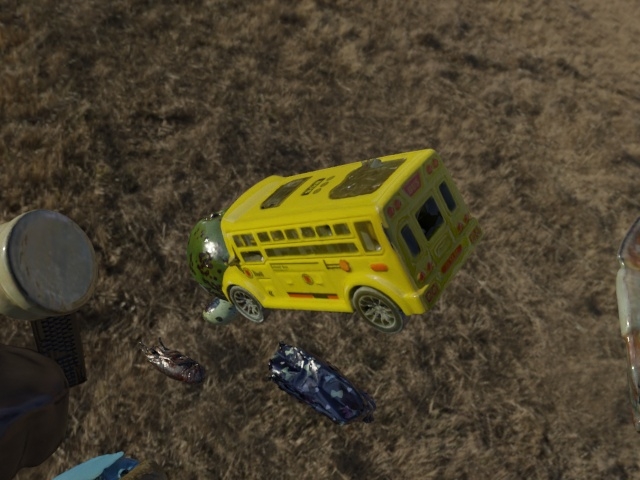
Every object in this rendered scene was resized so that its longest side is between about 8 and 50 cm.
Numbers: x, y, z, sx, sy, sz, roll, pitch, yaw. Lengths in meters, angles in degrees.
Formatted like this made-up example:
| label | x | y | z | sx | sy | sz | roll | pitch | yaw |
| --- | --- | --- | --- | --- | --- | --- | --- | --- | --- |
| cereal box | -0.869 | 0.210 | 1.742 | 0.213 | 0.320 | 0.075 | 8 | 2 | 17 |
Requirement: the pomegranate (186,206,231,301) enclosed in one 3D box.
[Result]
| label | x | y | z | sx | sy | sz | roll | pitch | yaw |
| --- | --- | --- | --- | --- | --- | --- | --- | --- | --- |
| pomegranate | -0.183 | 0.040 | 1.369 | 0.270 | 0.254 | 0.254 | 50 | 35 | -25 |

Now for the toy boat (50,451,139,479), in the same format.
| label | x | y | z | sx | sy | sz | roll | pitch | yaw |
| --- | --- | --- | --- | --- | --- | --- | --- | --- | --- |
| toy boat | -0.547 | 0.589 | 1.377 | 0.237 | 0.098 | 0.109 | -24 | 23 | -8 |

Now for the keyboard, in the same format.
| label | x | y | z | sx | sy | sz | roll | pitch | yaw |
| --- | --- | --- | --- | --- | --- | --- | --- | --- | --- |
| keyboard | -0.508 | 0.193 | 1.116 | 0.087 | 0.251 | 0.017 | -19 | 35 | -36 |

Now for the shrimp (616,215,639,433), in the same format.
| label | x | y | z | sx | sy | sz | roll | pitch | yaw |
| --- | --- | --- | --- | --- | --- | --- | --- | --- | --- |
| shrimp | 0.337 | 0.110 | 0.479 | 0.246 | 0.085 | 0.361 | 27 | 63 | -13 |

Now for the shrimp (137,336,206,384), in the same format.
| label | x | y | z | sx | sy | sz | roll | pitch | yaw |
| --- | --- | --- | --- | --- | --- | --- | --- | --- | --- |
| shrimp | -0.364 | 0.292 | 1.395 | 0.190 | 0.075 | 0.073 | 19 | 33 | 16 |

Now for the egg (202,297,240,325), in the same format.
| label | x | y | z | sx | sy | sz | roll | pitch | yaw |
| --- | --- | --- | --- | --- | --- | --- | --- | --- | --- |
| egg | -0.275 | 0.196 | 1.608 | 0.110 | 0.085 | 0.085 | -12 | 52 | -20 |

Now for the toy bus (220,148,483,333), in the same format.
| label | x | y | z | sx | sy | sz | roll | pitch | yaw |
| --- | --- | --- | --- | --- | --- | --- | --- | --- | --- |
| toy bus | 0.000 | 0.000 | 0.652 | 0.144 | 0.330 | 0.152 | -46 | 117 | -34 |

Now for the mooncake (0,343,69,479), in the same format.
| label | x | y | z | sx | sy | sz | roll | pitch | yaw |
| --- | --- | --- | --- | --- | --- | --- | --- | --- | --- |
| mooncake | -0.475 | 0.233 | 0.793 | 0.244 | 0.134 | 0.245 | 13 | 15 | -4 |

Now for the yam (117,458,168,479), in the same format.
| label | x | y | z | sx | sy | sz | roll | pitch | yaw |
| --- | --- | --- | --- | --- | --- | --- | --- | --- | --- |
| yam | -0.407 | 0.508 | 1.070 | 0.081 | 0.081 | 0.356 | 37 | 13 | 13 |

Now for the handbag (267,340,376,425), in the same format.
| label | x | y | z | sx | sy | sz | roll | pitch | yaw |
| --- | --- | --- | --- | --- | --- | --- | --- | --- | --- |
| handbag | 0.003 | 0.323 | 1.269 | 0.260 | 0.162 | 0.113 | 27 | 84 | 23 |

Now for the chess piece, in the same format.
| label | x | y | z | sx | sy | sz | roll | pitch | yaw |
| --- | --- | --- | --- | --- | --- | --- | --- | --- | --- |
| chess piece | -0.514 | 0.063 | 0.885 | 0.299 | 0.167 | 0.167 | -14 | 38 | 21 |
